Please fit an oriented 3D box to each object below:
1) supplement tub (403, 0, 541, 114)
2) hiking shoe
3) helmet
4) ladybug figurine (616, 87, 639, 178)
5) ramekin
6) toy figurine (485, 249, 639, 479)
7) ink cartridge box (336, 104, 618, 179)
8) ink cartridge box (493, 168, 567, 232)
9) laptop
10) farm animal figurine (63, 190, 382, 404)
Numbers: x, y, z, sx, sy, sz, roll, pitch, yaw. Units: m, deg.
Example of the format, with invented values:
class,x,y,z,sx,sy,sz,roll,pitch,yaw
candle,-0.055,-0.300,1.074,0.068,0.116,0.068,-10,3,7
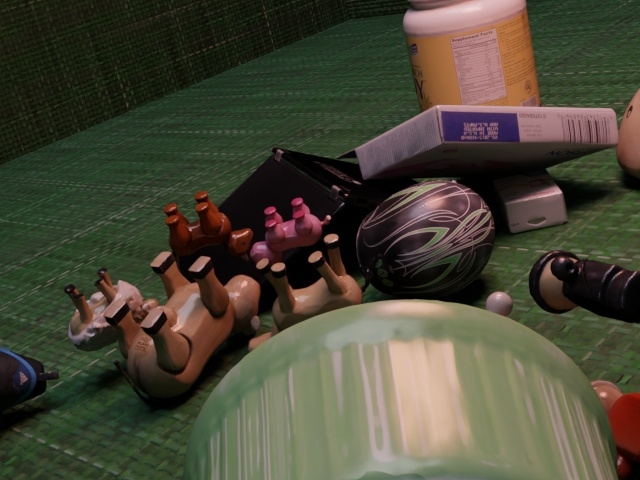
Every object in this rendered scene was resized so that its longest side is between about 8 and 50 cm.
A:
class,x,y,z,sx,sy,sz,roll,pitch,yaw
supplement tub,0.295,-0.362,1.850,0.240,0.332,0.241,-13,20,5
hiking shoe,-0.491,0.199,1.286,0.304,0.113,0.132,-3,-8,44
helmet,0.147,-0.001,1.256,0.161,0.170,0.169,-17,13,44
ladybug figurine,0.665,-0.225,1.489,0.449,0.162,0.305,-23,22,-22
ramekin,0.057,0.204,0.605,0.303,0.304,0.148,-12,28,5
toy figurine,0.201,0.127,0.822,0.209,0.213,0.148,-24,13,-18
ink cartridge box,0.239,-0.142,1.508,0.324,0.072,0.330,-3,-8,-25
ink cartridge box,0.321,-0.062,1.452,0.088,0.052,0.122,-12,22,5
laptop,0.000,0.000,1.556,0.407,0.237,0.382,9,13,-21
farm animal figurine,-0.125,0.090,1.220,0.326,0.172,0.330,-38,37,-24
